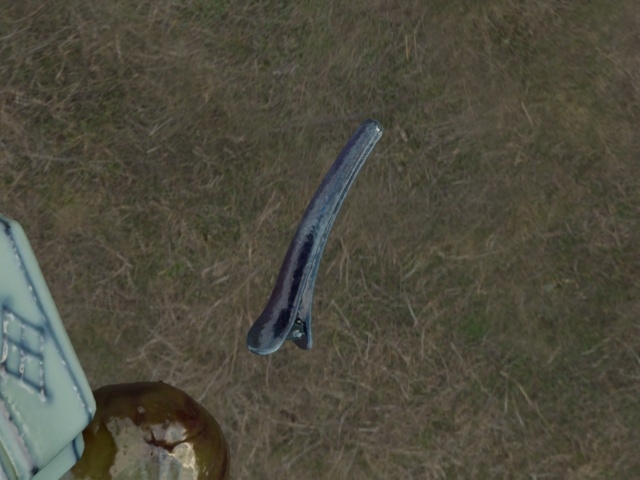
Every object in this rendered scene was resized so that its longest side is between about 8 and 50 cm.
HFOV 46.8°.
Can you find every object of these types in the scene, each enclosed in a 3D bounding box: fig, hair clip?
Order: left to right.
[{"bbox_3d":[-0.220,0.313,0.782,0.216,0.321,0.217,6,146,4],"label":"fig"},{"bbox_3d":[0.000,0.000,0.783,0.083,0.048,0.275,5,115,-44],"label":"hair clip"}]

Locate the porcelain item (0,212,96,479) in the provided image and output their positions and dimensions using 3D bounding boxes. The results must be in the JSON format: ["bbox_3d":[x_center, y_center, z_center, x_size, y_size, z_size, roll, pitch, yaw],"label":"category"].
[{"bbox_3d":[-0.340,0.088,0.581,0.281,0.157,0.286,3,117,35],"label":"porcelain item"}]
